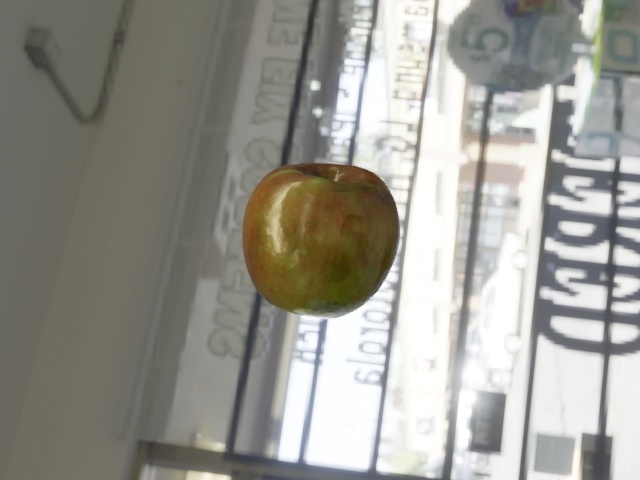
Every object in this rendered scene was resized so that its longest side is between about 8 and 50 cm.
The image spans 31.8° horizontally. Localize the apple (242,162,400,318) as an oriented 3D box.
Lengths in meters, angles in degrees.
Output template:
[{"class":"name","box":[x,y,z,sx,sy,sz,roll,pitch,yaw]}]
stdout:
[{"class":"apple","box":[0.000,0.000,1.351,0.196,0.196,0.196,6,-90,-82]}]
